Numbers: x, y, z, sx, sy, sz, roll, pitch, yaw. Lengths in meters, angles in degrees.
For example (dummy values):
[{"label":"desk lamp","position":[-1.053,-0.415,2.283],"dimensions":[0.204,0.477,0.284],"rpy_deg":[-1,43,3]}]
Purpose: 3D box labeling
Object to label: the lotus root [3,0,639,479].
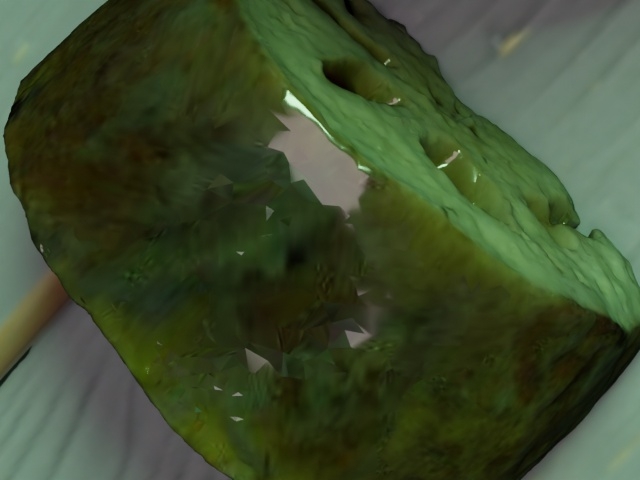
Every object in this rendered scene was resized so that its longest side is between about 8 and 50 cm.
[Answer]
[{"label":"lotus root","position":[0.000,0.000,0.568],"dimensions":[0.235,0.138,0.119],"rpy_deg":[44,113,-2]}]
